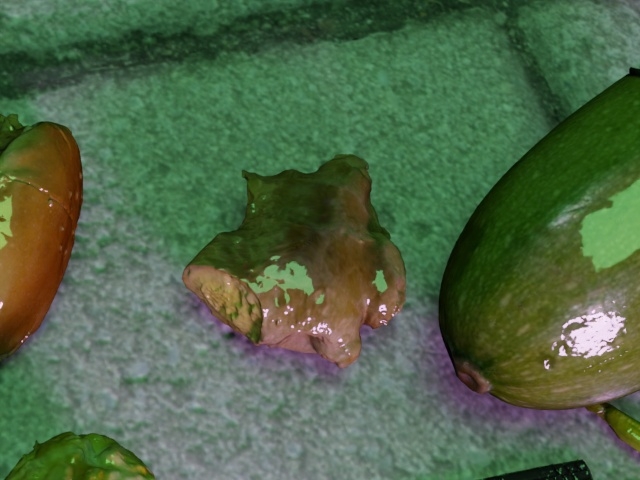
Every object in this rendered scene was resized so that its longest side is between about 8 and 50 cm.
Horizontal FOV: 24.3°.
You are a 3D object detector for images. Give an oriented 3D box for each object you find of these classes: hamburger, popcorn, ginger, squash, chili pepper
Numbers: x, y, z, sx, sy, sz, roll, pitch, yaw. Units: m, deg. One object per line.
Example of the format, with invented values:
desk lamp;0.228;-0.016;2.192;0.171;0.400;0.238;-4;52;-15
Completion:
hamburger;-0.309;-0.016;1.429;0.144;0.156;0.283;12;58;-7
popcorn;-0.202;0.263;1.302;0.212;0.198;0.198;34;53;-34
ginger;0.000;0.000;1.513;0.219;0.123;0.270;32;60;8
squash;0.247;0.025;1.497;0.308;0.310;0.310;-25;70;-9
chili pepper;0.353;0.230;1.526;0.049;0.043;0.208;-39;70;-2

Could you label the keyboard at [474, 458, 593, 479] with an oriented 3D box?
keyboard;0.174;0.266;1.470;0.231;0.023;0.072;-8;62;-17
